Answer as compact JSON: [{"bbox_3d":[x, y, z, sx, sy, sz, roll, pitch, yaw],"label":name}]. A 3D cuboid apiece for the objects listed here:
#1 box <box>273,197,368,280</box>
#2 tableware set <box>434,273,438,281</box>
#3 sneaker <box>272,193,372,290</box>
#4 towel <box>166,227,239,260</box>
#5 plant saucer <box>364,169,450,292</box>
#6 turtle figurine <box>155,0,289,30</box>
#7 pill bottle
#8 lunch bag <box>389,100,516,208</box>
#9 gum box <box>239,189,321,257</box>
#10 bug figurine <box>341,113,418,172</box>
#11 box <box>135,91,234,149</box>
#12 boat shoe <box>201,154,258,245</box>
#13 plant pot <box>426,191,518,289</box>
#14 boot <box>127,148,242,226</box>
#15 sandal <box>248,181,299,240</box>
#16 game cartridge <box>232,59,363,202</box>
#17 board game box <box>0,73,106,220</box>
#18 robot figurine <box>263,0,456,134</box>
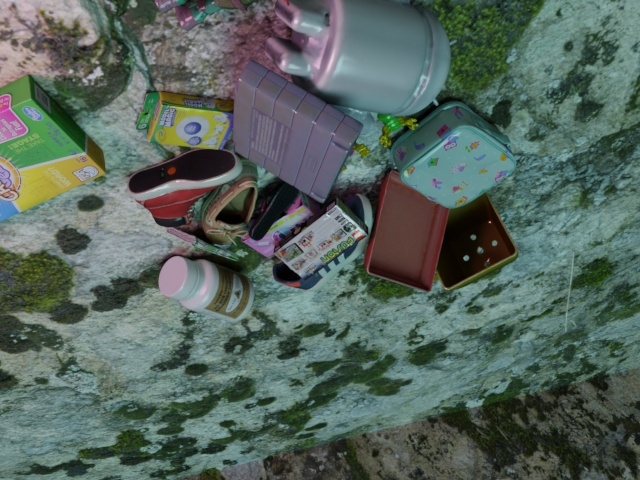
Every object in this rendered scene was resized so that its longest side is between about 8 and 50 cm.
[{"bbox_3d":[0.000,0.000,1.768,0.207,0.036,0.114,-36,116,24],"label":"box"},{"bbox_3d":[0.369,0.108,2.279,0.154,0.024,0.104,4,141,-32],"label":"tableware set"},{"bbox_3d":[-0.005,0.011,1.858,0.148,0.131,0.350,8,136,-31],"label":"sneaker"},{"bbox_3d":[-0.276,0.007,1.758,0.152,0.113,0.023,23,89,-48],"label":"towel"},{"bbox_3d":[0.213,-0.019,1.870,0.259,0.258,0.048,19,173,-43],"label":"plant saucer"},{"bbox_3d":[-0.143,-0.420,1.182,0.234,0.118,0.175,-22,147,15],"label":"turtle figurine"},{"bbox_3d":[-0.287,0.119,1.873,0.131,0.131,0.229,-35,143,24],"label":"pill bottle"},{"bbox_3d":[0.316,-0.196,1.731,0.224,0.108,0.279,-40,142,25],"label":"lunch bag"},{"bbox_3d":[-0.098,-0.040,1.796,0.188,0.062,0.107,-31,145,17],"label":"gum box"},{"bbox_3d":[0.079,-0.252,1.567,0.279,0.072,0.216,-30,152,9],"label":"bug figurine"},{"bbox_3d":[-0.262,-0.233,1.454,0.179,0.043,0.105,4,141,-28],"label":"box"},{"bbox_3d":[-0.203,-0.069,1.677,0.105,0.089,0.285,-5,145,-22],"label":"boat shoe"},{"bbox_3d":[0.410,0.011,2.007,0.212,0.212,0.187,-30,156,17],"label":"plant pot"},{"bbox_3d":[-0.266,-0.105,1.603,0.244,0.088,0.176,-14,148,8],"label":"boot"},{"bbox_3d":[-0.112,-0.082,1.711,0.179,0.040,0.067,-53,145,1],"label":"sandal"},{"bbox_3d":[-0.056,-0.193,1.388,0.068,0.230,0.355,-55,179,-15],"label":"game cartridge"},{"bbox_3d":[-0.604,-0.149,1.387,0.317,0.064,0.242,-23,147,7],"label":"board game box"},{"bbox_3d":[0.084,-0.333,1.323,0.353,0.200,0.300,6,121,-28],"label":"robot figurine"}]
